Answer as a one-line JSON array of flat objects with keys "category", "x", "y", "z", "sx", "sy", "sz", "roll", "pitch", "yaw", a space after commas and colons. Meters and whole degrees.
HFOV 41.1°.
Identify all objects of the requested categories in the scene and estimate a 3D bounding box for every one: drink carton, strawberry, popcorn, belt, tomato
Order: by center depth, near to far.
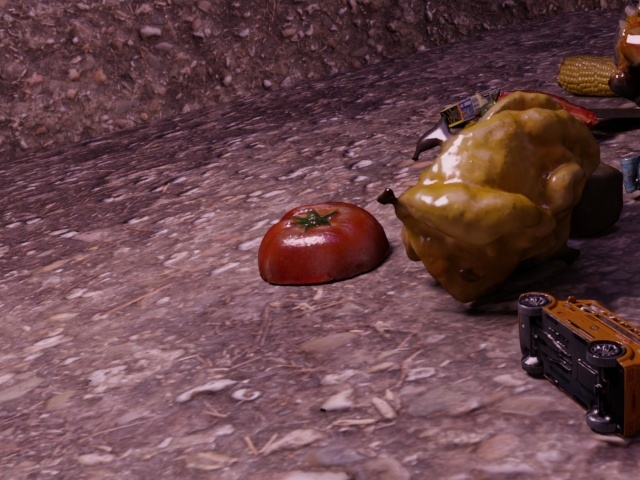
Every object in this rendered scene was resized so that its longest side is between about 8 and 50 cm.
[{"category": "popcorn", "x": 0.238, "y": -0.051, "z": 1.168, "sx": 0.315, "sy": 0.281, "sz": 0.297, "roll": -56, "pitch": 2, "yaw": -28}, {"category": "tomato", "x": 0.001, "y": -0.003, "z": 1.378, "sx": 0.225, "sy": 0.085, "sz": 0.225, "roll": -8, "pitch": 20, "yaw": 3}, {"category": "belt", "x": 0.590, "y": -0.138, "z": 1.463, "sx": 0.087, "sy": 0.072, "sz": 0.302, "roll": 7, "pitch": 23, "yaw": 34}, {"category": "strawberry", "x": 0.451, "y": -0.247, "z": 1.793, "sx": 0.228, "sy": 0.098, "sz": 0.174, "roll": -5, "pitch": 42, "yaw": -3}, {"category": "drink carton", "x": 0.373, "y": -0.327, "z": 2.110, "sx": 0.071, "sy": 0.056, "sz": 0.166, "roll": -18, "pitch": 2, "yaw": -28}]

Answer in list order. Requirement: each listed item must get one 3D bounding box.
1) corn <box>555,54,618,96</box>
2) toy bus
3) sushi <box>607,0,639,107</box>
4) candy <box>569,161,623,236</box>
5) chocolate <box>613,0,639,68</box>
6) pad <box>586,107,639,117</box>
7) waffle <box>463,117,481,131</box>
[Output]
[{"category": "corn", "x": 0.739, "y": -0.413, "z": 2.162, "sx": 0.106, "sy": 0.106, "sz": 0.305, "roll": -23, "pitch": 26, "yaw": -33}, {"category": "toy bus", "x": 0.274, "y": 0.115, "z": 0.862, "sx": 0.088, "sy": 0.083, "sz": 0.194, "roll": -11, "pitch": 20, "yaw": -13}, {"category": "sushi", "x": 0.734, "y": -0.322, "z": 1.501, "sx": 0.418, "sy": 0.175, "sz": 0.417, "roll": 2, "pitch": -16, "yaw": 1}, {"category": "candy", "x": 0.390, "y": -0.083, "z": 1.361, "sx": 0.102, "sy": 0.104, "sz": 0.234, "roll": -10, "pitch": 18, "yaw": -12}, {"category": "chocolate", "x": 0.779, "y": -0.411, "z": 1.919, "sx": 0.303, "sy": 0.213, "sz": 0.303, "roll": 14, "pitch": 35, "yaw": -10}, {"category": "pad", "x": 0.667, "y": -0.281, "z": 1.876, "sx": 0.235, "sy": 0.003, "sz": 0.158, "roll": -3, "pitch": 16, "yaw": -14}, {"category": "waffle", "x": 0.461, "y": -0.271, "z": 1.966, "sx": 0.291, "sy": 0.051, "sz": 0.291, "roll": -7, "pitch": 18, "yaw": 2}]
